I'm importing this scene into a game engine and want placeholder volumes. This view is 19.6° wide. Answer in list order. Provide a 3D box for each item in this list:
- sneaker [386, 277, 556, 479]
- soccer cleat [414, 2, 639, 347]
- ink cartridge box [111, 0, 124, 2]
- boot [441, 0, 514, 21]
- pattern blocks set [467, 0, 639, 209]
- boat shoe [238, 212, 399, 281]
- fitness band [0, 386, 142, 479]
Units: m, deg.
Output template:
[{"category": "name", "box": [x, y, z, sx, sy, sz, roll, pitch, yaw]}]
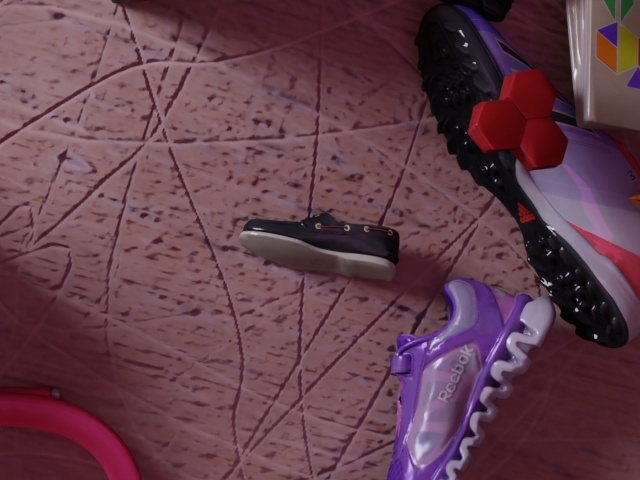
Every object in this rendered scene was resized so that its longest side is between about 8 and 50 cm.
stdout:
[{"category": "sneaker", "box": [0.094, 0.130, 1.528, 0.104, 0.095, 0.236, 31, 85, -1]}, {"category": "soccer cleat", "box": [0.193, -0.068, 1.524, 0.116, 0.108, 0.318, -35, 96, -22]}, {"category": "ink cartridge box", "box": [-0.110, -0.256, 1.428, 0.127, 0.176, 0.128, -7, 95, -6]}, {"category": "boot", "box": [0.083, -0.354, 1.480, 0.338, 0.118, 0.223, 42, 83, -13]}, {"category": "pattern blocks set", "box": [0.278, -0.148, 1.496, 0.325, 0.026, 0.285, 17, 73, -20]}, {"category": "boat shoe", "box": [0.000, 0.001, 1.528, 0.133, 0.049, 0.042, 10, 65, 0]}, {"category": "fitness band", "box": [-0.287, 0.225, 1.510, 0.291, 0.054, 0.209, -2, 97, -5]}]
